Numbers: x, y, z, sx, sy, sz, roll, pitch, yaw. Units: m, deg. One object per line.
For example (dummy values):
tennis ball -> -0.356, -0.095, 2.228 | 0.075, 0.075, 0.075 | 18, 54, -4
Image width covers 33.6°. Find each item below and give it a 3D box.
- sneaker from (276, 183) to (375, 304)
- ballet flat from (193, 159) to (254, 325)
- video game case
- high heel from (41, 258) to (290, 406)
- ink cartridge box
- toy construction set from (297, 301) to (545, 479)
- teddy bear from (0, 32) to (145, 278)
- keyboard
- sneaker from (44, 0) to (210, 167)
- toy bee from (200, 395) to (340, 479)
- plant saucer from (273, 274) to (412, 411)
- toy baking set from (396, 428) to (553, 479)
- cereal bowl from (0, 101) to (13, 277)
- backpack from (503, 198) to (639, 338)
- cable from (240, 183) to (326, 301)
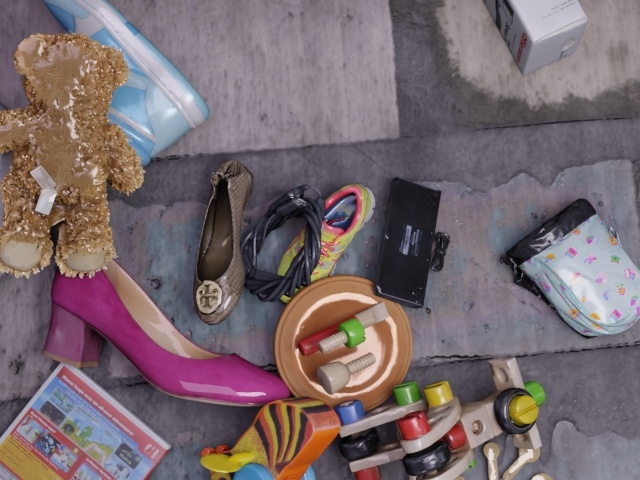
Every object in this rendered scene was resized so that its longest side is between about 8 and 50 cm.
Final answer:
sneaker -> 0.000, 0.000, 1.508 | 0.081, 0.094, 0.208 | 31, 86, 7
ballet flat -> -0.144, -0.003, 1.510 | 0.084, 0.058, 0.250 | -3, 67, 27
video game case -> -0.379, 0.344, 1.517 | 0.204, 0.025, 0.285 | 38, 86, 10
high heel -> -0.210, 0.116, 1.485 | 0.377, 0.127, 0.181 | 13, 90, 9
ink cartridge box -> 0.288, -0.360, 1.514 | 0.087, 0.153, 0.208 | -26, 79, 1
toy construction set -> 0.147, 0.208, 1.399 | 0.237, 0.257, 0.309 | -24, 70, -23
teddy bear -> -0.356, -0.110, 1.436 | 0.245, 0.113, 0.338 | -14, 103, -13
keyboard -> 0.134, 0.006, 1.513 | 0.108, 0.023, 0.180 | 17, 71, -18
sneaker -> -0.340, -0.230, 1.558 | 0.319, 0.127, 0.208 | 44, 85, 11
toy bee -> -0.099, 0.309, 1.434 | 0.298, 0.195, 0.162 | -51, 56, 6
plant saucer -> 0.034, 0.148, 1.483 | 0.200, 0.037, 0.200 | 0, 90, -9
toy baking set -> 0.205, 0.349, 1.470 | 0.256, 0.030, 0.197 | 21, 80, 8
cereal bowl -> -0.553, -0.064, 1.466 | 0.339, 0.141, 0.339 | -4, 101, -18
backpack -> 0.363, 0.049, 1.461 | 0.152, 0.115, 0.182 | -35, 82, -4
cable -> -0.053, 0.015, 1.488 | 0.184, 0.047, 0.150 | -34, 52, 38
